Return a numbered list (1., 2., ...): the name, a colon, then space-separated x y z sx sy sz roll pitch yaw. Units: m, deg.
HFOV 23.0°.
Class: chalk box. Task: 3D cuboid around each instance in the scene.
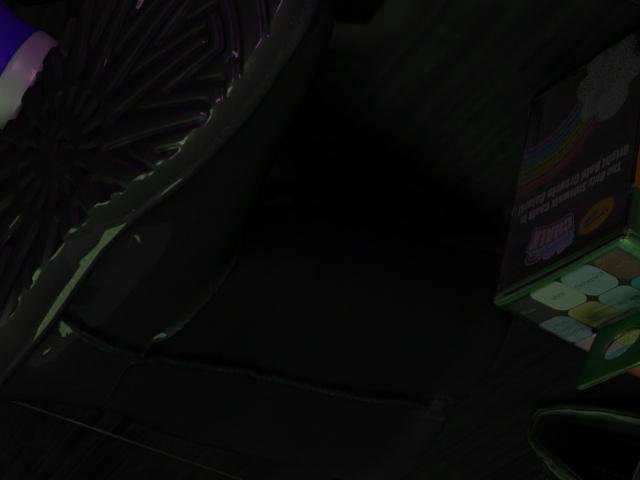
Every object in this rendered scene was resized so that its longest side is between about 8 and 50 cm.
1. chalk box: 0.206 -0.002 0.989 0.132 0.213 0.132 26 149 -21

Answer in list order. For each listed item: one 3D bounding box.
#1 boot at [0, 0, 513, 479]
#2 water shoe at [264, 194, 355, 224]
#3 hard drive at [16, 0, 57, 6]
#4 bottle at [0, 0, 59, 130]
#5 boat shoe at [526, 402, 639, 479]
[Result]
1. boot: -0.002 0.001 1.052 0.445 0.146 0.367 22 122 -44
2. water shoe: 0.024 0.032 1.272 0.203 0.073 0.080 24 142 -23
3. hard drive: -0.139 -0.220 0.918 0.254 0.054 0.172 -12 142 38
4. bottle: -0.294 -0.162 0.981 0.283 0.092 0.118 30 164 3
5. boat shoe: 0.308 0.221 1.370 0.335 0.121 0.119 7 151 50
